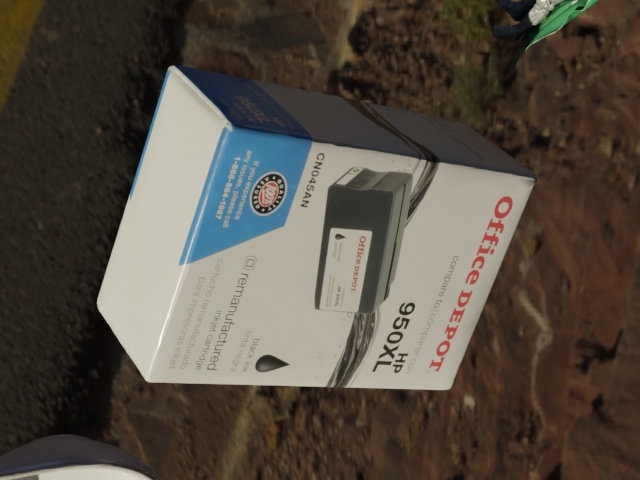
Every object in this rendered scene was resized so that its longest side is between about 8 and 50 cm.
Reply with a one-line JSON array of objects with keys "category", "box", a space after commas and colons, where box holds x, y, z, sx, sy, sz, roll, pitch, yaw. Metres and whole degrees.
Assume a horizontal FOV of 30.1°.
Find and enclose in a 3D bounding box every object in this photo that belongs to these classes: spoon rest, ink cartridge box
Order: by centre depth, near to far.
[{"category": "spoon rest", "box": [-0.218, 0.154, 0.770, 0.137, 0.276, 0.084, -38, 37, 22]}, {"category": "ink cartridge box", "box": [0.000, 0.000, 1.282, 0.395, 0.285, 0.166, 6, 24, -34]}]

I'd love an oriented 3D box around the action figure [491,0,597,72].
[{"category": "action figure", "box": [0.278, -0.293, 1.283, 0.063, 0.232, 0.137, 27, 54, -22]}]
